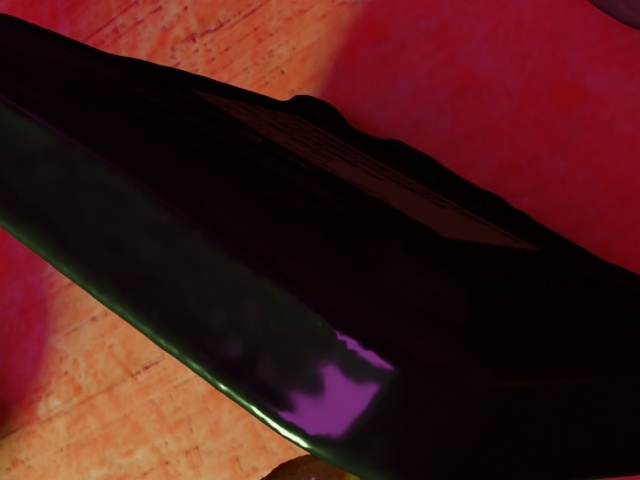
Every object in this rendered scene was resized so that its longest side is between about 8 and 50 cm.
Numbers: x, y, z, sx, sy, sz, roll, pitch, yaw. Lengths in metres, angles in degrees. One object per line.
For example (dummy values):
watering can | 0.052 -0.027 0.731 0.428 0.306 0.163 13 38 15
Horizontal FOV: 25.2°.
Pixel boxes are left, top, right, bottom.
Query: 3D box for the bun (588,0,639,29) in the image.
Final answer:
bun | 0.145 -0.169 0.562 0.166 0.113 0.173 46 116 26

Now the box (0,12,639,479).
box | 0.000 0.000 0.558 0.290 0.289 0.073 32 103 34

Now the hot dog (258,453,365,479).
hot dog | 0.019 0.221 0.642 0.175 0.114 0.259 -25 76 31
